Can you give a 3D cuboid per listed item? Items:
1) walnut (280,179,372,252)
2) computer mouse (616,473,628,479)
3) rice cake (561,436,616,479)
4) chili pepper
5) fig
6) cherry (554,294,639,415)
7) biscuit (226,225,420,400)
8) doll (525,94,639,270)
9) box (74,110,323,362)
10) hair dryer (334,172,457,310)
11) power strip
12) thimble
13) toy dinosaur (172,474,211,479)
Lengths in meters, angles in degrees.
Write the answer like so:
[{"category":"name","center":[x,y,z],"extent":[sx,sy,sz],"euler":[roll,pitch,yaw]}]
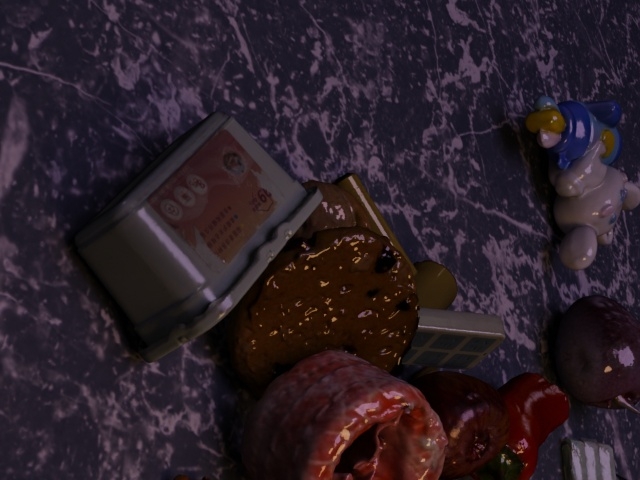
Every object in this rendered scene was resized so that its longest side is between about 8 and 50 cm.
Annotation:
[{"category":"walnut","center":[0.000,0.000,1.635],"extent":[0.155,0.155,0.184],"euler":[5,68,-51]},{"category":"computer mouse","center":[0.595,0.527,2.229],"extent":[0.192,0.062,0.106],"euler":[46,44,-5]},{"category":"rice cake","center":[0.511,0.475,2.142],"extent":[0.124,0.038,0.211],"euler":[15,62,-27]},{"category":"chili pepper","center":[0.293,0.333,1.869],"extent":[0.131,0.134,0.338],"euler":[53,34,0]},{"category":"fig","center":[0.177,0.268,1.766],"extent":[0.175,0.207,0.175],"euler":[-21,126,-31]},{"category":"cherry","center":[0.545,0.225,2.199],"extent":[0.213,0.183,0.266],"euler":[29,38,-52]},{"category":"biscuit","center":[0.004,0.108,1.540],"extent":[0.296,0.296,0.075],"euler":[35,7,-38]},{"category":"doll","center":[0.551,-0.157,2.361],"extent":[0.376,0.187,0.366],"euler":[-57,129,-67]},{"category":"box","center":[-0.159,-0.019,1.441],"extent":[0.182,0.175,0.312],"euler":[50,41,-12]},{"category":"hair dryer","center":[0.102,0.021,1.820],"extent":[0.279,0.090,0.135],"euler":[58,41,-8]},{"category":"power strip","center":[0.146,0.144,1.717],"extent":[0.270,0.118,0.046],"euler":[8,57,-25]},{"category":"thimble","center":[0.034,0.270,1.477],"extent":[0.239,0.162,0.239],"euler":[-14,114,-34]},{"category":"toy dinosaur","center":[-0.045,0.463,1.429],"extent":[0.208,0.097,0.432],"euler":[-25,93,-43]}]
